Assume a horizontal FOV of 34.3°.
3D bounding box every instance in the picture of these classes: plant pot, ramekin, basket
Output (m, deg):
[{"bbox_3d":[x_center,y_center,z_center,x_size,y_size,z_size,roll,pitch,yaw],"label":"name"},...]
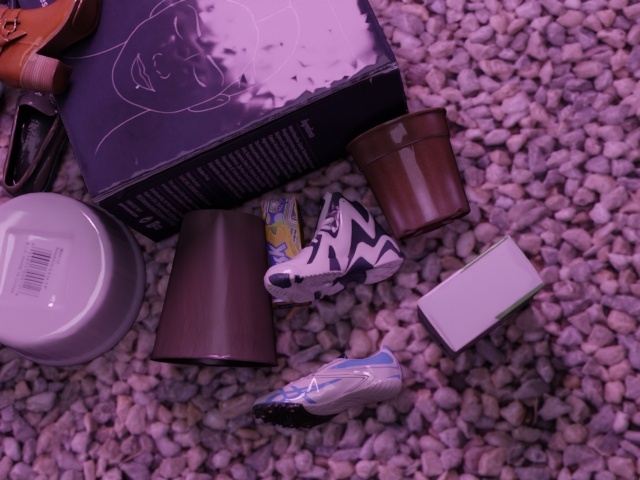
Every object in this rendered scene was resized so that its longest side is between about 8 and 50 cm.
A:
[{"bbox_3d":[0.146,-0.097,1.597,0.167,0.167,0.165,-22,83,2],"label":"plant pot"},{"bbox_3d":[-0.430,0.056,1.644,0.277,0.135,0.277,-2,77,8],"label":"ramekin"},{"bbox_3d":[-0.154,0.076,1.588,0.204,0.154,0.227,-1,78,22],"label":"basket"}]

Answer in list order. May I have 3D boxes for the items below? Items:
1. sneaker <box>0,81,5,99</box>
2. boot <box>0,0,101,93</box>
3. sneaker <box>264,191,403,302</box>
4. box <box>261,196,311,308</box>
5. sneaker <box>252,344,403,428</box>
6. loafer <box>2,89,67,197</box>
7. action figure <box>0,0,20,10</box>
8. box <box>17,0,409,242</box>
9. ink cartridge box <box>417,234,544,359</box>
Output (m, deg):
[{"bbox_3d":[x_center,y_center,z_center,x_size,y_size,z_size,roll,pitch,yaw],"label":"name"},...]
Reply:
[{"bbox_3d":[-0.657,-0.258,1.776,0.256,0.094,0.151,21,68,19],"label":"sneaker"},{"bbox_3d":[-0.405,-0.311,1.460,0.152,0.073,0.197,19,79,16],"label":"boot"},{"bbox_3d":[0.000,0.000,1.593,0.235,0.094,0.153,-14,63,-24],"label":"sneaker"},{"bbox_3d":[-0.054,0.021,1.643,0.059,0.054,0.169,-9,77,6],"label":"box"},{"bbox_3d":[0.010,0.225,1.583,0.237,0.085,0.086,-17,50,7],"label":"sneaker"},{"bbox_3d":[-0.465,-0.197,1.716,0.096,0.084,0.268,11,88,10],"label":"loafer"},{"bbox_3d":[-0.591,-0.443,1.669,0.178,0.341,0.330,-10,116,-21],"label":"action figure"},{"bbox_3d":[-0.172,-0.324,1.611,0.471,0.297,0.480,-24,75,4],"label":"box"},{"bbox_3d":[0.227,0.089,1.507,0.160,0.219,0.093,-36,79,-1],"label":"ink cartridge box"}]
